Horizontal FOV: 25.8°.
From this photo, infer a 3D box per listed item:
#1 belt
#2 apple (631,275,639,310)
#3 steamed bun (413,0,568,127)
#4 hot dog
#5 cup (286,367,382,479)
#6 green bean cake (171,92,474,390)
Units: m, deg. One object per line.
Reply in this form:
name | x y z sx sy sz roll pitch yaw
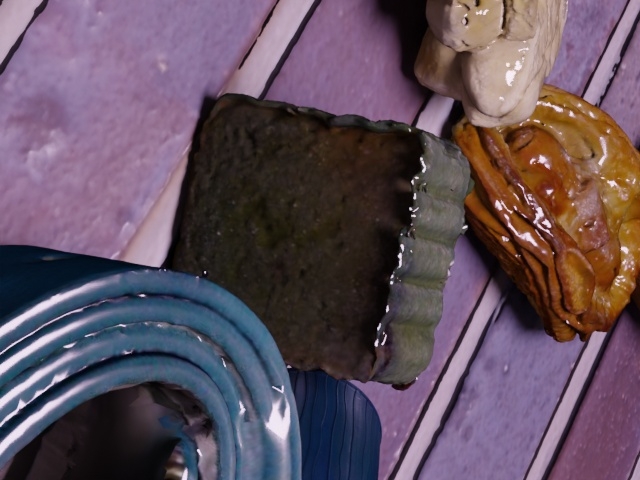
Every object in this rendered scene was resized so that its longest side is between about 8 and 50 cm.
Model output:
belt | -0.192 0.203 0.760 0.300 0.173 0.437 45 62 -35
apple | 0.424 -0.002 1.370 0.246 0.226 0.246 -15 110 -48
steamed bun | 0.126 -0.184 1.070 0.177 0.106 0.192 68 35 -60
hot dog | 0.209 -0.025 1.208 0.259 0.114 0.175 50 60 -41
cup | -0.022 0.187 0.956 0.138 0.113 0.150 -84 -167 -57
green bean cake | 0.000 0.000 0.936 0.094 0.181 0.173 17 85 -57
